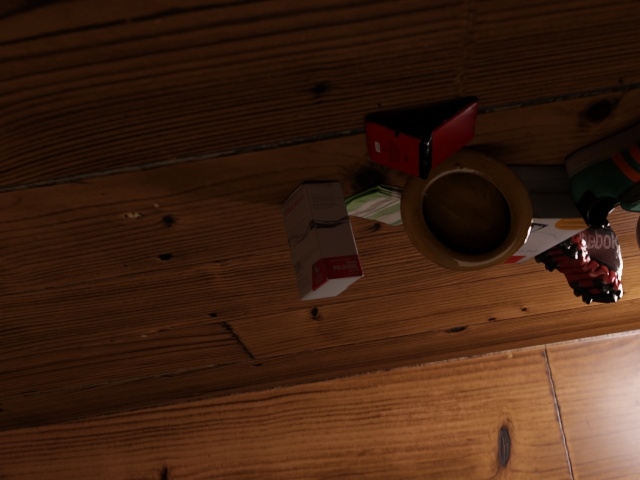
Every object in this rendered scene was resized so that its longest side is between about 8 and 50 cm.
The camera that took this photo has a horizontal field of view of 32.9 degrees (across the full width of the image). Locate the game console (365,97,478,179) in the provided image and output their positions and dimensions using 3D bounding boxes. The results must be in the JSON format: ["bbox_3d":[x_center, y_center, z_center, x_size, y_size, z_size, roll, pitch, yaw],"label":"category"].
[{"bbox_3d":[0.131,-0.144,1.414,0.124,0.085,0.144,21,167,11],"label":"game console"}]

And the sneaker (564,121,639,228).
[{"bbox_3d":[0.480,-0.106,1.531,0.108,0.121,0.302,2,160,-34],"label":"sneaker"}]

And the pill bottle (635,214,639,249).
[{"bbox_3d":[0.636,-0.042,1.775,0.153,0.153,0.264,-6,164,-8],"label":"pill bottle"}]

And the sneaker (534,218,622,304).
[{"bbox_3d":[0.459,0.003,1.943,0.098,0.135,0.276,-8,146,44],"label":"sneaker"}]

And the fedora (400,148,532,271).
[{"bbox_3d":[0.211,-0.051,1.573,0.194,0.194,0.079,-12,-160,10],"label":"fedora"}]

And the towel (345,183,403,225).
[{"bbox_3d":[0.103,-0.052,1.695,0.152,0.023,0.113,8,156,-45],"label":"towel"}]

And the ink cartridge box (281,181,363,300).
[{"bbox_3d":[0.000,0.000,1.593,0.063,0.150,0.109,-6,164,-24],"label":"ink cartridge box"}]

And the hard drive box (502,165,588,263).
[{"bbox_3d":[0.308,-0.038,1.734,0.181,0.089,0.232,-1,162,-24],"label":"hard drive box"}]
